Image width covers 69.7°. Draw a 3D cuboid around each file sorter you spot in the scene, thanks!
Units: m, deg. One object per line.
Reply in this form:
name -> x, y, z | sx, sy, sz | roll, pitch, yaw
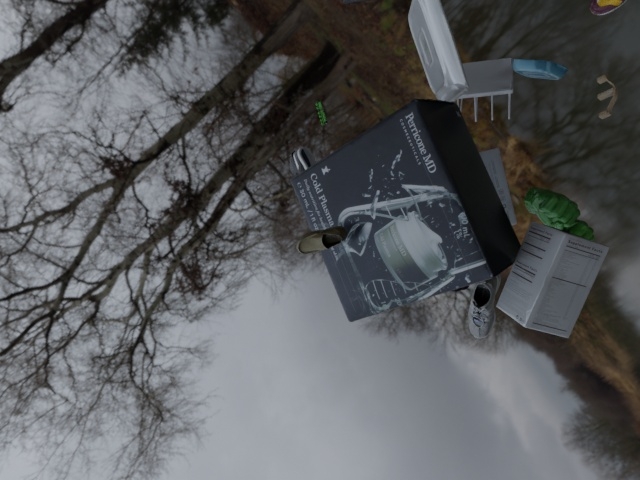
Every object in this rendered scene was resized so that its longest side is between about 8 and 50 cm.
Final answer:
file sorter -> 0.638, -0.602, 1.889 | 0.173, 0.277, 0.193 | 63, -146, -51

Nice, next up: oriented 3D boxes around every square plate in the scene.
square plate -> 0.335, -0.579, 1.371 | 0.344, 0.049, 0.348 | -57, -54, -80

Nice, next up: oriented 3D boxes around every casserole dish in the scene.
casserole dish -> 0.717, -0.562, 1.515 | 0.114, 0.037, 0.188 | 7, -163, -30

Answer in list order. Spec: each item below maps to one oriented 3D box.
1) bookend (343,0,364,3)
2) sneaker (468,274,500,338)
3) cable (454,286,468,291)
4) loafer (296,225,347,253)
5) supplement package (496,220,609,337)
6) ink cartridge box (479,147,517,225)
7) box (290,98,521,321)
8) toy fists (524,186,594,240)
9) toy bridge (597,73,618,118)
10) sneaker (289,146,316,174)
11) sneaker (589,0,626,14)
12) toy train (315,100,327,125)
bookend -> 0.102, -0.531, 0.837 | 0.157, 0.156, 0.073 | 55, -136, -60
sneaker -> 0.603, 0.249, 1.745 | 0.105, 0.282, 0.115 | 15, -157, 37
cable -> 0.472, 0.142, 1.736 | 0.184, 0.047, 0.151 | -11, -136, -25
loafer -> 0.000, 0.000, 1.256 | 0.050, 0.147, 0.056 | -78, -35, -70
supplement package -> 0.574, 0.095, 1.151 | 0.138, 0.244, 0.134 | 16, -169, -14
ink cartridge box -> 0.610, -0.183, 1.883 | 0.071, 0.329, 0.324 | -171, 67, -83
box -> 0.238, -0.075, 1.338 | 0.297, 0.471, 0.480 | -17, -97, -52
toy fists -> 0.769, -0.061, 1.472 | 0.279, 0.096, 0.142 | 43, 173, -29
toy bridge -> 1.066, -0.544, 1.706 | 0.026, 0.063, 0.188 | 23, -114, -26
sneaker -> -0.053, -0.255, 1.814 | 0.121, 0.079, 0.217 | -10, 101, 59
sneaker -> 0.712, -0.605, 1.061 | 0.083, 0.185, 0.070 | -10, -108, -47
toy train -> 0.004, -0.435, 1.572 | 0.017, 0.023, 0.083 | -73, -32, -65
